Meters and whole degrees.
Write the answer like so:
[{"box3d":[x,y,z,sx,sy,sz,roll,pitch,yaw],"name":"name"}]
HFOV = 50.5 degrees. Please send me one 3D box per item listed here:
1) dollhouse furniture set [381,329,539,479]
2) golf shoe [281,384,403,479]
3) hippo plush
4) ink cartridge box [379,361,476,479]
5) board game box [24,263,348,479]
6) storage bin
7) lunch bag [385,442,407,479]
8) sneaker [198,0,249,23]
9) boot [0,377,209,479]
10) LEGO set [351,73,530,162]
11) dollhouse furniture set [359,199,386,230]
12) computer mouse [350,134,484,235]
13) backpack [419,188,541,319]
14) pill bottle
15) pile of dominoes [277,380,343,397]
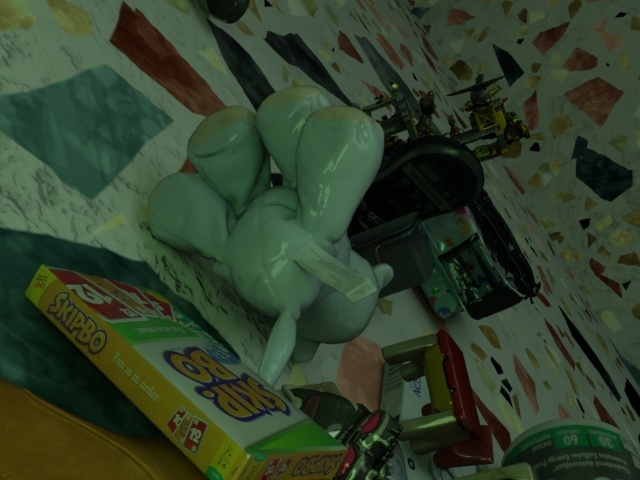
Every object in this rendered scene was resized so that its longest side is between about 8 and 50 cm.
[{"box3d":[0.188,0.286,0.660,0.201,0.152,0.374,50,27,-49],"name":"dollhouse furniture set"},{"box3d":[-0.041,0.222,0.533,0.120,0.105,0.273,24,35,19],"name":"golf shoe"},{"box3d":[0.000,0.000,0.704,0.294,0.234,0.236,46,3,35],"name":"hippo plush"},{"box3d":[0.157,0.286,0.871,0.224,0.045,0.223,48,25,-17],"name":"ink cartridge box"},{"box3d":[-0.092,0.099,0.485,0.259,0.039,0.124,35,5,32],"name":"board game box"},{"box3d":[0.096,0.031,0.988,0.091,0.135,0.098,62,27,-10],"name":"storage bin"},{"box3d":[0.051,0.227,0.676,0.083,0.053,0.071,32,22,-13],"name":"lunch bag"},{"box3d":[-0.214,-0.440,1.076,0.132,0.086,0.229,3,46,-55],"name":"sneaker"},{"box3d":[-0.165,0.122,0.409,0.211,0.104,0.295,48,19,-3],"name":"boot"},{"box3d":[0.203,-0.235,1.277,0.192,0.331,0.255,66,25,-17],"name":"LEGO set"},{"box3d":[0.087,-0.108,1.147,0.151,0.123,0.144,49,24,-16],"name":"dollhouse furniture set"},{"box3d":[0.124,-0.090,1.009,0.188,0.272,0.072,47,49,-23],"name":"computer mouse"},{"box3d":[0.261,0.013,1.237,0.225,0.191,0.254,-6,72,-66],"name":"backpack"},{"box3d":[0.359,0.428,0.874,0.204,0.204,0.361,46,25,-22],"name":"pill bottle"},{"box3d":[0.011,0.261,0.667,0.196,0.040,0.251,12,41,-56],"name":"pile of dominoes"}]
